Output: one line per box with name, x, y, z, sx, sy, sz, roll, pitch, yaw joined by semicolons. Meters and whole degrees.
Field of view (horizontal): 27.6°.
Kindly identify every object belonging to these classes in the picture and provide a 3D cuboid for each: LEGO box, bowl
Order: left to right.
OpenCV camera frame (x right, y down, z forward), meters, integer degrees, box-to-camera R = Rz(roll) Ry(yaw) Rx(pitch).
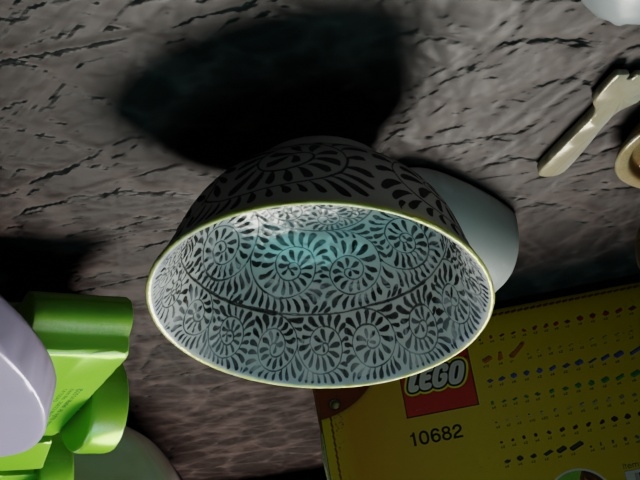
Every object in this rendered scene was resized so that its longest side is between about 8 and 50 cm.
bowl;0.000;0.000;0.654;0.170;0.080;0.170;0;146;0
bowl;0.039;0.016;0.769;0.142;0.053;0.142;-23;153;29
LEGO box;0.270;0.176;1.067;0.500;0.193;0.372;-11;158;4

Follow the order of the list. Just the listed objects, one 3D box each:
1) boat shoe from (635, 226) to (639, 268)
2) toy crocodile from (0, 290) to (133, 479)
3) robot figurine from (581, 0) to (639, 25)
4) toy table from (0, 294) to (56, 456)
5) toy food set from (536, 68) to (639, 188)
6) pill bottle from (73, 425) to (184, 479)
boat shoe;0.254;-0.007;0.683;0.178;0.064;0.060;-18;155;37
toy crocodile;-0.209;0.110;0.855;0.115;0.105;0.340;3;151;-27
robot figurine;0.213;-0.084;0.393;0.300;0.199;0.353;11;164;16
toy table;-0.249;0.092;0.594;0.252;0.161;0.274;-24;137;38
toy food set;0.222;-0.049;0.700;0.192;0.038;0.132;-3;157;-16
pill bottle;-0.183;0.269;1.147;0.169;0.169;0.301;-9;158;-1
